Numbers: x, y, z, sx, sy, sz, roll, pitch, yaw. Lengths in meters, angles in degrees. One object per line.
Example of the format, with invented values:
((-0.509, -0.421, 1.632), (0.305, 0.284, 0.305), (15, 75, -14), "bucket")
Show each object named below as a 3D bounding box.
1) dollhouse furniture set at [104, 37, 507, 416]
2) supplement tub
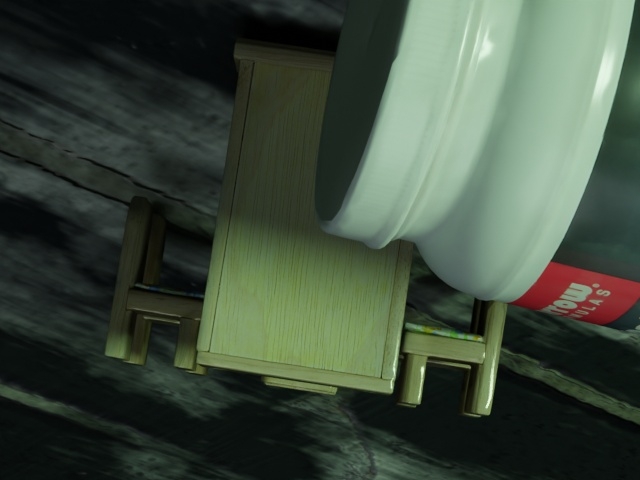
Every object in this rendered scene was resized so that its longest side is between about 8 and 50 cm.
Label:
((0.000, 0.000, 1.017), (0.212, 0.161, 0.242), (9, 174, 1), "dollhouse furniture set")
((0.149, -0.054, 0.767), (0.272, 0.191, 0.191), (13, 152, -8), "supplement tub")
